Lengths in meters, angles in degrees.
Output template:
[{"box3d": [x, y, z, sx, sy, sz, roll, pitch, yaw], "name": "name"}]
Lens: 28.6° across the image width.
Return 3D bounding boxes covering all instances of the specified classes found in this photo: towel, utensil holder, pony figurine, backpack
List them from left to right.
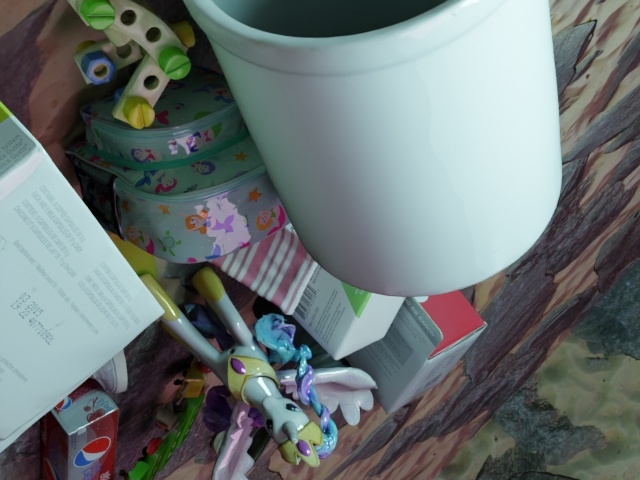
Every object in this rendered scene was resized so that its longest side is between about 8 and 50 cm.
[{"box3d": [-0.278, 0.010, 1.691, 0.102, 0.021, 0.237, -29, 152, -17], "name": "towel"}, {"box3d": [-0.150, -0.087, 1.463, 0.225, 0.253, 0.191, -27, 130, -29], "name": "backpack"}, {"box3d": [-0.097, 0.006, 1.742, 0.029, 0.197, 0.144, -43, 161, -49], "name": "towel"}, {"box3d": [-0.101, 0.213, 1.835, 0.303, 0.363, 0.351, -39, 161, -7], "name": "pony figurine"}, {"box3d": [0.070, -0.174, 1.231, 0.327, 0.327, 0.385, -38, 144, -12], "name": "utensil holder"}]

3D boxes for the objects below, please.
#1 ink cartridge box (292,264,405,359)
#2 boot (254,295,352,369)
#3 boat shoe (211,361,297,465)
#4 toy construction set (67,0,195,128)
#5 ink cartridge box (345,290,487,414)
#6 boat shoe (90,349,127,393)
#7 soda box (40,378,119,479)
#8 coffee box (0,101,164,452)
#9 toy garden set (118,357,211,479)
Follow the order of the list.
[{"box3d": [0.000, 0.000, 1.783, 0.115, 0.273, 0.198, -21, 147, -43], "name": "ink cartridge box"}, {"box3d": [0.077, 0.117, 2.127, 0.338, 0.223, 0.118, -34, 152, -19], "name": "boot"}, {"box3d": [-0.091, 0.318, 2.340, 0.285, 0.092, 0.103, -51, 153, 15], "name": "boat shoe"}, {"box3d": [-0.136, -0.290, 1.286, 0.327, 0.151, 0.215, -46, 131, -13], "name": "toy construction set"}, {"box3d": [0.097, 0.068, 1.931, 0.130, 0.309, 0.272, -28, 162, -29], "name": "ink cartridge box"}, {"box3d": [-0.323, 0.154, 1.794, 0.081, 0.079, 0.227, -10, 149, -10], "name": "boat shoe"}, {"box3d": [-0.375, 0.320, 1.943, 0.092, 0.083, 0.263, -27, 150, -31], "name": "soda box"}, {"box3d": [-0.408, 0.004, 1.124, 0.338, 0.334, 0.337, -41, 153, -11], "name": "coffee box"}, {"box3d": [-0.261, 0.310, 2.048, 0.244, 0.049, 0.204, -52, 169, -55], "name": "toy garden set"}]
